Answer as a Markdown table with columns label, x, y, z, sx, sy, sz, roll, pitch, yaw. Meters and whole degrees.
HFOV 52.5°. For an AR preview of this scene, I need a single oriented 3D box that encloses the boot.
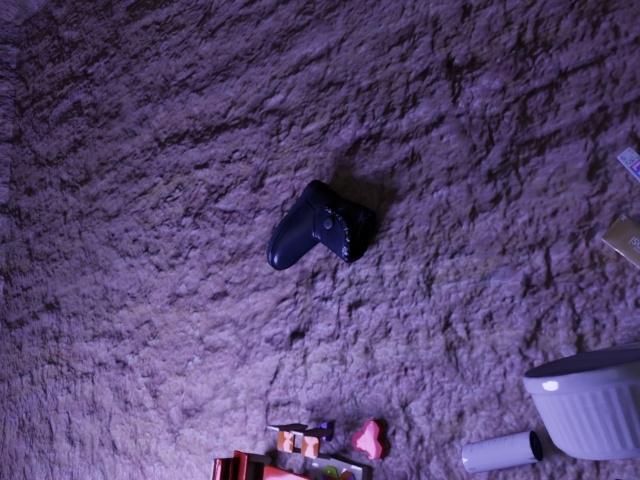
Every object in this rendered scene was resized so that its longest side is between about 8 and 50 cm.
| label | x | y | z | sx | sy | sz | roll | pitch | yaw |
| --- | --- | --- | --- | --- | --- | --- | --- | --- | --- |
| boot | 0.000 | 0.000 | 1.484 | 0.207 | 0.094 | 0.247 | 37 | 97 | 42 |

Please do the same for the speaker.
| label | x | y | z | sx | sy | sz | roll | pitch | yaw |
| --- | --- | --- | --- | --- | --- | --- | --- | --- | --- |
| speaker | 0.324 | 0.378 | 1.159 | 0.136 | 0.055 | 0.055 | -25 | 65 | 32 |

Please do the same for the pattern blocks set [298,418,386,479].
| label | x | y | z | sx | sy | sz | roll | pitch | yaw |
| --- | --- | --- | --- | --- | --- | --- | --- | --- | --- |
| pattern blocks set | 0.034 | 0.551 | 1.373 | 0.285 | 0.026 | 0.325 | -15 | 71 | 36 |

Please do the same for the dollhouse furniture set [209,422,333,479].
| label | x | y | z | sx | sy | sz | roll | pitch | yaw |
| --- | --- | --- | --- | --- | --- | --- | --- | --- | --- |
| dollhouse furniture set | -0.107 | 0.527 | 1.394 | 0.259 | 0.135 | 0.262 | -4 | 77 | 44 |

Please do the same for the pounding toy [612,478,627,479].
| label | x | y | z | sx | sy | sz | roll | pitch | yaw |
| --- | --- | --- | --- | --- | --- | --- | --- | --- | --- |
| pounding toy | 0.466 | 0.455 | 0.990 | 0.141 | 0.130 | 0.100 | -55 | 40 | 15 |

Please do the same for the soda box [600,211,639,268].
| label | x | y | z | sx | sy | sz | roll | pitch | yaw |
| --- | --- | --- | --- | --- | --- | --- | --- | --- | --- |
| soda box | 0.549 | 0.033 | 1.051 | 0.058 | 0.061 | 0.181 | -54 | 52 | 17 |

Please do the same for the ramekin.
| label | x | y | z | sx | sy | sz | roll | pitch | yaw |
| --- | --- | --- | --- | --- | --- | --- | --- | --- | --- |
| ramekin | 0.452 | 0.232 | 0.964 | 0.272 | 0.272 | 0.127 | -20 | 79 | 34 |

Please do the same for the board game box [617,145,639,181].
| label | x | y | z | sx | sy | sz | roll | pitch | yaw |
| --- | --- | --- | --- | --- | --- | --- | --- | --- | --- |
| board game box | 0.534 | -0.085 | 1.031 | 0.026 | 0.154 | 0.103 | -44 | 56 | 23 |
